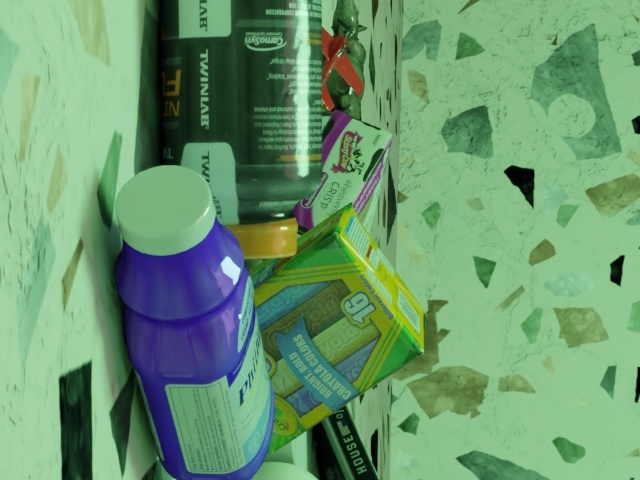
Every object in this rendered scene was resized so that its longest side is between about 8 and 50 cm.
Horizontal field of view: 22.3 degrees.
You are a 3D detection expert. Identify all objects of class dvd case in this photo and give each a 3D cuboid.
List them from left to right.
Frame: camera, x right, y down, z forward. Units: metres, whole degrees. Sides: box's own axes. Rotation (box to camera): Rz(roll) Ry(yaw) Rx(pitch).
[{"bbox_3d":[0.000,0.204,1.695,0.179,0.029,0.239,66,-15,8],"label":"dvd case"}]

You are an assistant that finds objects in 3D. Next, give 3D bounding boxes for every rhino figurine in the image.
[{"bbox_3d":[0.028,-0.259,2.307,0.106,0.073,0.243,68,25,-57],"label":"rhino figurine"}]

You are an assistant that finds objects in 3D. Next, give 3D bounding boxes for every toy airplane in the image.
[{"bbox_3d":[0.010,-0.235,2.165,0.151,0.028,0.151,7,80,-45],"label":"toy airplane"}]

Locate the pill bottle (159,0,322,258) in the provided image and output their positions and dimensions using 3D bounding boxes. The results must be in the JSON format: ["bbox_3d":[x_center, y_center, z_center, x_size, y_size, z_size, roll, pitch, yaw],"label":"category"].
[{"bbox_3d":[-0.062,-0.108,1.296,0.130,0.130,0.246,-27,117,-83],"label":"pill bottle"}]

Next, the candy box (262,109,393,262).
[{"bbox_3d":[0.000,0.000,1.690,0.159,0.071,0.233,-60,170,-32],"label":"candy box"}]

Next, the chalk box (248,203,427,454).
[{"bbox_3d":[-0.030,0.087,1.422,0.132,0.213,0.132,55,11,-8],"label":"chalk box"}]

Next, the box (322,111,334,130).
[{"bbox_3d":[0.011,-0.033,2.230,0.183,0.059,0.233,74,17,-66],"label":"box"}]

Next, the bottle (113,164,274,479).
[{"bbox_3d":[-0.093,0.065,1.194,0.283,0.092,0.118,83,11,-48],"label":"bottle"}]

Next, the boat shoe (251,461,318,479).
[{"bbox_3d":[-0.034,0.380,1.525,0.158,0.127,0.340,-94,180,-56],"label":"boat shoe"}]

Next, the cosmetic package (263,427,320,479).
[{"bbox_3d":[-0.050,0.222,1.601,0.231,0.085,0.117,85,7,-46],"label":"cosmetic package"}]
